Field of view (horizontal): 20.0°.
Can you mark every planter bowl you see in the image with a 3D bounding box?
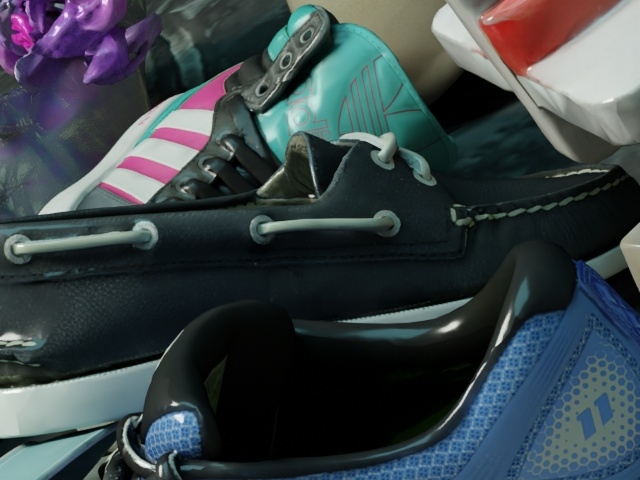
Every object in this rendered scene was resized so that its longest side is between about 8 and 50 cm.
[{"bbox_3d":[0.037,-0.162,1.023,0.162,0.109,0.162,-52,18,25],"label":"planter bowl"}]

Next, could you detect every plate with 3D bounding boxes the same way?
[{"bbox_3d":[-0.151,0.130,0.705,0.188,0.024,0.188,-44,-3,-3],"label":"plate"}]

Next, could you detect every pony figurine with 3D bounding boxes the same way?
[{"bbox_3d":[-0.148,-0.176,1.099,0.351,0.303,0.363,-36,-10,-50],"label":"pony figurine"}]

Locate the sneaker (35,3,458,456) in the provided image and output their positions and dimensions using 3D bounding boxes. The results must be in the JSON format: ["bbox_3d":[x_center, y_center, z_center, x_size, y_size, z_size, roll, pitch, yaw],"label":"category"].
[{"bbox_3d":[-0.026,-0.019,0.879,0.178,0.124,0.295,-27,21,26],"label":"sneaker"}]

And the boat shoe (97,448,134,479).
[{"bbox_3d":[-0.036,0.088,0.748,0.135,0.050,0.045,-4,38,43],"label":"boat shoe"}]

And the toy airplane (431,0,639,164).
[{"bbox_3d":[0.198,-0.202,0.740,0.386,0.272,0.384,-2,26,31],"label":"toy airplane"}]

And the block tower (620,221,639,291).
[{"bbox_3d":[0.248,0.024,0.524,0.097,0.091,0.335,-40,27,-27],"label":"block tower"}]

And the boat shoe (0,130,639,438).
[{"bbox_3d":[0.000,0.000,0.743,0.302,0.091,0.114,-15,6,-22],"label":"boat shoe"}]

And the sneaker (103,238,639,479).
[{"bbox_3d":[-0.031,0.093,0.602,0.330,0.147,0.130,-28,22,17],"label":"sneaker"}]
